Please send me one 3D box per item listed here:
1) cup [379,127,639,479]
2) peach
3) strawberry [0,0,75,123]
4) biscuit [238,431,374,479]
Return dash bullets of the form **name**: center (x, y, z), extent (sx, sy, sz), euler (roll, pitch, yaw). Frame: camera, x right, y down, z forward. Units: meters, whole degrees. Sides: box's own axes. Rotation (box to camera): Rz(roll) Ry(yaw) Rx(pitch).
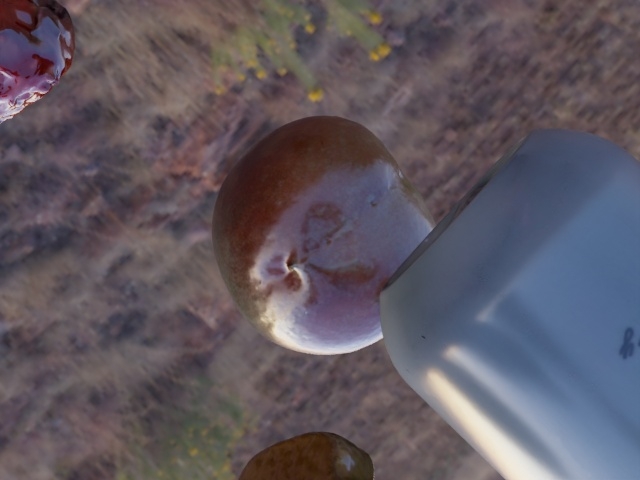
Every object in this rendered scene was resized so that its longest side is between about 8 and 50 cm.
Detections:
- **cup**: center (0.195, 0.090, 0.726), extent (0.205, 0.312, 0.205), euler (-47, 179, -1)
- **peach**: center (0.000, 0.000, 1.251), extent (0.252, 0.252, 0.252), euler (-41, 164, -15)
- **strawberry**: center (-0.284, -0.128, 0.788), extent (0.244, 0.205, 0.205), euler (-3, 169, 11)
- **biscuit**: center (-0.027, 0.225, 0.525), extent (0.186, 0.044, 0.295), euler (-20, -136, 44)
